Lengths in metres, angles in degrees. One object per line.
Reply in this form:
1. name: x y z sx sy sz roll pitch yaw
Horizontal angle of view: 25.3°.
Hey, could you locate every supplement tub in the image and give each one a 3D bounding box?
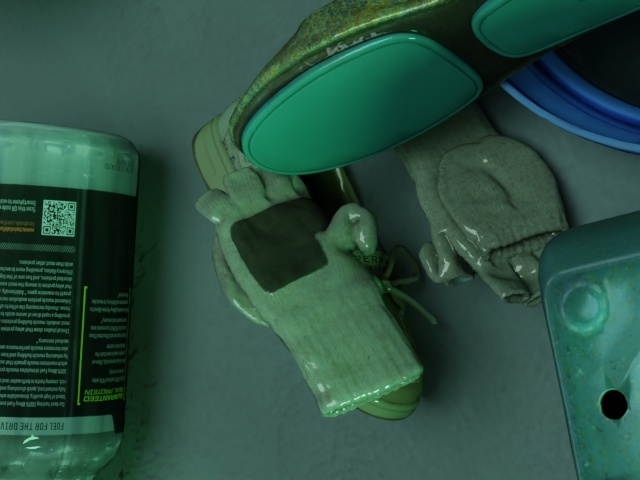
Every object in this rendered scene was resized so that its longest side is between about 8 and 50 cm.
1. supplement tub: -0.250 0.067 1.154 0.194 0.193 0.316 1 87 34

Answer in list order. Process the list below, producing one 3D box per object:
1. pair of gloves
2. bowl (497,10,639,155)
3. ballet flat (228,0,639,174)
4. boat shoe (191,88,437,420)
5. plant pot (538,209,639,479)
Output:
1. pair of gloves: 0.049 -0.002 0.978 0.240 0.042 0.204 -29 61 -18
2. bowl: 0.253 -0.243 0.913 0.391 0.077 0.391 -3 85 33
3. ballet flat: 0.088 -0.153 0.914 0.349 0.123 0.123 -26 73 30
4. boat shoe: 0.000 0.000 1.046 0.089 0.105 0.285 -44 64 26
5. plant pot: 0.250 0.077 0.788 0.248 0.252 0.247 -16 78 31
